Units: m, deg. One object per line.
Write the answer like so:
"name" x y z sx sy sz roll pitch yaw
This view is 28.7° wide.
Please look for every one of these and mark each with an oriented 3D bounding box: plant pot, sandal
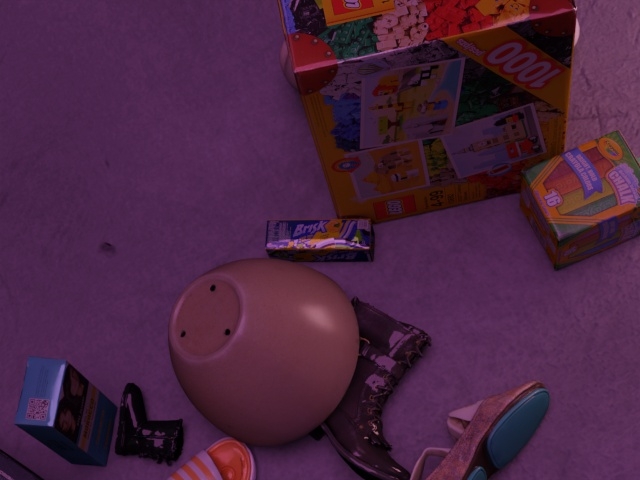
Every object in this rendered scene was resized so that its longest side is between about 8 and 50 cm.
"plant pot" -0.113 0.141 1.831 0.284 0.191 0.284 -15 61 28
"sandal" -0.203 0.398 1.848 0.265 0.076 0.102 -44 68 -11

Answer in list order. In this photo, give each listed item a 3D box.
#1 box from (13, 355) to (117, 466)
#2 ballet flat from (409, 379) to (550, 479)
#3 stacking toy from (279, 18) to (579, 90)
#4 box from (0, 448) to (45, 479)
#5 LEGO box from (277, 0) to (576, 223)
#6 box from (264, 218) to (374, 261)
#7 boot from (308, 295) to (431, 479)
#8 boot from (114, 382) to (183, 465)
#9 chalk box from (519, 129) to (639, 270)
"box" -0.370 0.255 1.842 0.060 0.244 0.100 3 68 10
"ballet flat" 0.208 0.304 1.798 0.106 0.107 0.316 21 53 36
"stacking toy" 0.190 -0.381 2.032 0.480 0.350 0.350 9 68 -4
"box" -0.453 0.357 1.845 0.233 0.183 0.059 30 75 18
"LEGO box" 0.161 -0.234 1.831 0.373 0.500 0.193 -13 65 4
"box" 0.000 0.000 1.997 0.169 0.059 0.054 0 68 9
"boot" 0.088 0.225 1.871 0.263 0.091 0.229 37 77 23
"boot" -0.259 0.282 1.924 0.099 0.045 0.121 3 75 12
"chalk box" 0.430 -0.070 1.922 0.213 0.132 0.132 -24 66 -2
